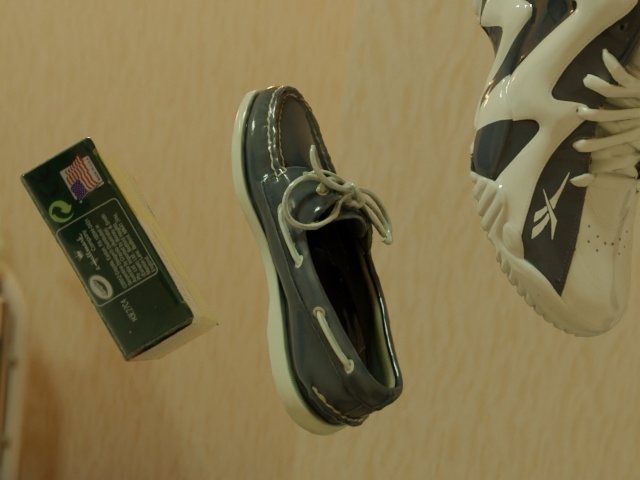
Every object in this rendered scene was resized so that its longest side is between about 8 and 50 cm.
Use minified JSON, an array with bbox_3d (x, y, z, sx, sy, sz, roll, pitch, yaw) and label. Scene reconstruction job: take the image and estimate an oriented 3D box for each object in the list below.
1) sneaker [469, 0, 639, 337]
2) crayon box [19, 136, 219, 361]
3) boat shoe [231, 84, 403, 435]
[{"bbox_3d":[0.159,-0.076,0.673,0.094,0.235,0.153,13,-20,-32],"label":"sneaker"},{"bbox_3d":[-0.195,0.021,1.357,0.081,0.202,0.318,-31,-5,-2],"label":"crayon box"},{"bbox_3d":[0.000,0.000,0.886,0.079,0.255,0.095,-29,-33,36],"label":"boat shoe"}]
